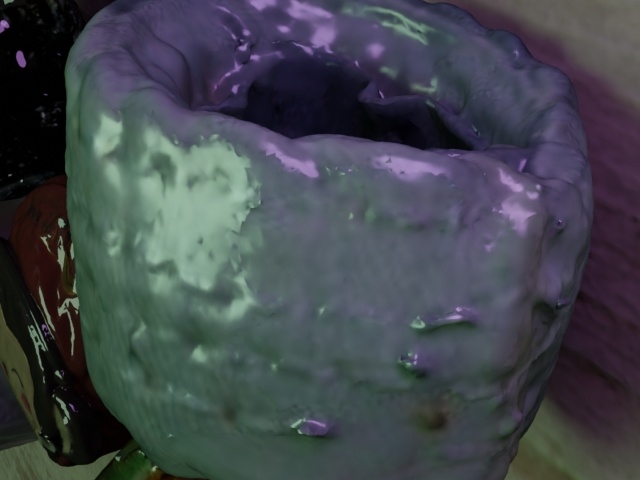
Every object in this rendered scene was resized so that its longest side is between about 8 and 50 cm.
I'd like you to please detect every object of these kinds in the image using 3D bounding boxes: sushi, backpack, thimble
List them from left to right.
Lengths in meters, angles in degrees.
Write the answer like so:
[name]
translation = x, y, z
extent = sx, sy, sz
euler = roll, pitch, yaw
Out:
[sushi]
translation = -0.284, -0.173, 0.991
extent = 0.212, 0.215, 0.227
euler = 78, -174, -46
[backpack]
translation = -0.175, 0.052, 0.936
extent = 0.229, 0.138, 0.229
euler = 22, 117, 53
[thimble]
translation = 0.000, 0.000, 0.499
extent = 0.250, 0.204, 0.172
euler = 42, 134, 46

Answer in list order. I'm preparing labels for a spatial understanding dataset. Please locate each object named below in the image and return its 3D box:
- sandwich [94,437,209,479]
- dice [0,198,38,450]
[sandwich]
translation = -0.082, 0.193, 0.850
extent = 0.160, 0.109, 0.185
euler = 49, 142, 16
[dice]
translation = -0.370, 0.073, 1.188
extent = 0.270, 0.271, 0.270
euler = -35, 66, 61
